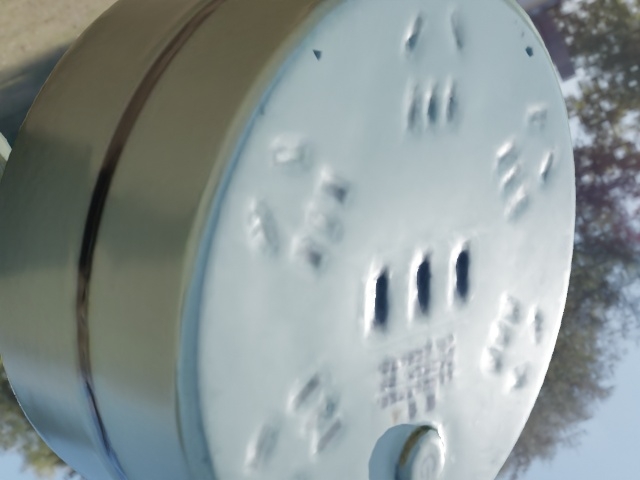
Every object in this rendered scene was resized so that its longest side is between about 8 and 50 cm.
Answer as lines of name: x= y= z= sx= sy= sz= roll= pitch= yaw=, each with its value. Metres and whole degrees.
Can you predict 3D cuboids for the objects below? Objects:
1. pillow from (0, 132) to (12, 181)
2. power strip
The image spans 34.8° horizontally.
pillow: x=-0.285 y=-0.051 z=0.562 sx=0.138 sy=0.283 sz=0.310 roll=-56 pitch=154 yaw=-3
power strip: x=0.000 y=0.000 z=0.575 sx=0.161 sy=0.358 sz=0.357 roll=13 pitch=-146 yaw=41
